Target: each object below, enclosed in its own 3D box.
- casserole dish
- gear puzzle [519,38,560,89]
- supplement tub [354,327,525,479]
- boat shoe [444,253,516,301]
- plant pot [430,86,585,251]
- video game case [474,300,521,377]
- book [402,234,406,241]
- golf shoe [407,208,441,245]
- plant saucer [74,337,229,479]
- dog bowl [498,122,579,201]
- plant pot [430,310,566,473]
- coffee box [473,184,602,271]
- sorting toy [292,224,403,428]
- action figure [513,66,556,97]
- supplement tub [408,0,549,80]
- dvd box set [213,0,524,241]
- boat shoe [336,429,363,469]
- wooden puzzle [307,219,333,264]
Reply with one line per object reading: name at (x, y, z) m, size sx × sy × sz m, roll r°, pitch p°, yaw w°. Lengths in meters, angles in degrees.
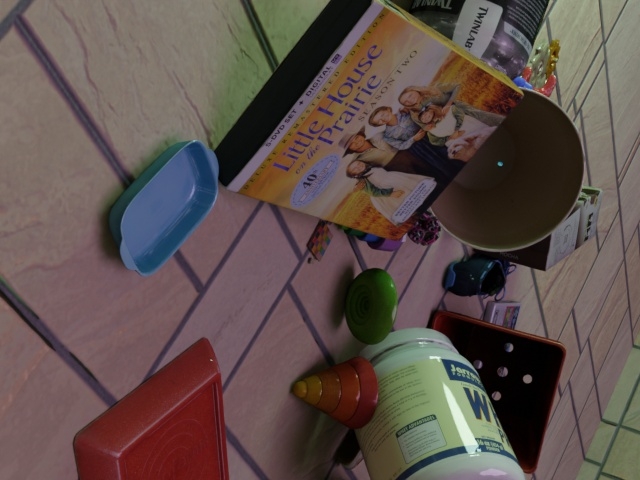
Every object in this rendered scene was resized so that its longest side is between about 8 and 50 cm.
casserole dish at (-0.190, -0.043, 1.259) m, size 0.188 × 0.037 × 0.114 m, roll -53°, pitch 145°, yaw -33°
gear puzzle at (0.415, -0.314, 2.148) m, size 0.339 × 0.044 × 0.175 m, roll -50°, pitch 149°, yaw -34°
supplement tub at (0.182, 0.328, 1.751) m, size 0.235 × 0.325 × 0.235 m, roll -9°, pitch 133°, yaw -10°
boat shoe at (0.346, 0.087, 2.189) m, size 0.258 × 0.089 × 0.109 m, roll -19°, pitch 121°, yaw -55°
plant pot at (0.300, -0.140, 1.861) m, size 0.191 × 0.284 × 0.284 m, roll -111°, pitch -151°, yaw -75°
video game case at (0.404, 0.239, 2.439) m, size 0.183 × 0.023 × 0.201 m, roll 6°, pitch 99°, yaw -60°
book at (0.120, -0.069, 1.783) m, size 0.096 × 0.035 × 0.144 m, roll -5°, pitch 109°, yaw -55°
golf shoe at (0.133, -0.079, 1.728) m, size 0.067 × 0.086 × 0.186 m, roll -27°, pitch 114°, yaw 1°
plant saucer at (-0.206, 0.300, 1.401) m, size 0.258 × 0.048 × 0.259 m, roll -37°, pitch 134°, yaw -47°
dog bowl at (0.367, -0.126, 2.008) m, size 0.074 × 0.166 × 0.297 m, roll 26°, pitch 102°, yaw -42°
plant pot at (0.359, 0.292, 2.175) m, size 0.236 × 0.267 × 0.267 m, roll -10°, pitch 114°, yaw -72°
coffee box at (0.471, -0.045, 2.255) m, size 0.297 × 0.168 × 0.118 m, roll -25°, pitch 126°, yaw -54°
sorting toy at (0.036, 0.126, 1.700) m, size 0.126 × 0.127 × 0.365 m, roll 8°, pitch 97°, yaw -32°
action figure at (0.325, -0.331, 1.901) m, size 0.280 × 0.091 × 0.139 m, roll -8°, pitch 116°, yaw -44°
supplement tub at (0.261, -0.394, 1.674) m, size 0.207 × 0.207 × 0.338 m, roll 33°, pitch 75°, yaw -60°
dvd box set at (0.078, -0.157, 1.446) m, size 0.307 × 0.062 × 0.420 m, roll -50°, pitch 147°, yaw 17°
boat shoe at (0.079, 0.361, 1.922) m, size 0.135 × 0.050 × 0.045 m, roll -47°, pitch 146°, yaw -22°
wooden puzzle at (0.000, 0.000, 1.637) m, size 0.083 × 0.006 × 0.049 m, roll -62°, pitch 149°, yaw -20°
